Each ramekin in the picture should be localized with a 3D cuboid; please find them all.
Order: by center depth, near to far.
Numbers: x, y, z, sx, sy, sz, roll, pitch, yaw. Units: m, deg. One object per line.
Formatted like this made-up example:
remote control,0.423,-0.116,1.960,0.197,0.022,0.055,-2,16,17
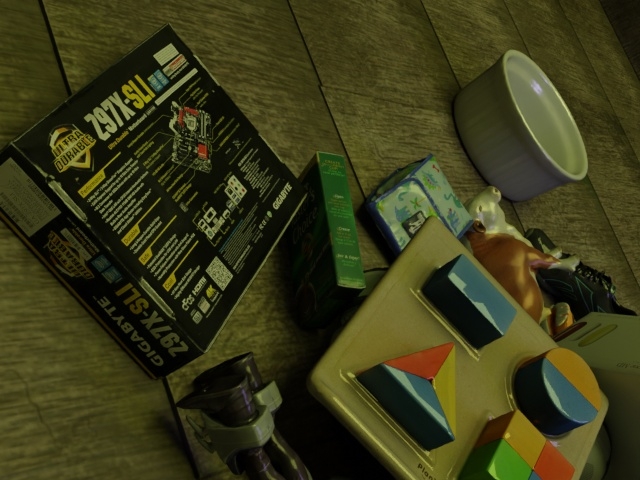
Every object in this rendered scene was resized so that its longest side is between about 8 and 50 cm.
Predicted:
ramekin,0.376,-0.208,1.755,0.277,0.135,0.277,33,41,-34

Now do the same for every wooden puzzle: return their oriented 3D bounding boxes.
wooden puzzle,0.181,0.157,1.006,0.322,0.080,0.348,46,42,-4

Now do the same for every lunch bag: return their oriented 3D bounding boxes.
lunch bag,0.137,-0.034,1.337,0.151,0.096,0.129,-41,102,-43

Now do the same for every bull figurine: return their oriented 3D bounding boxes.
bull figurine,0.302,0.072,1.412,0.188,0.101,0.311,0,75,-12

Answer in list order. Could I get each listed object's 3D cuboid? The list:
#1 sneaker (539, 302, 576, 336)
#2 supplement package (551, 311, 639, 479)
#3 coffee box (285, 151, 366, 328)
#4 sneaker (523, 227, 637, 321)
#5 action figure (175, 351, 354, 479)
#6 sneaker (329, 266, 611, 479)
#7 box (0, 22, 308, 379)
sneaker,0.397,0.190,1.519,0.083,0.084,0.215,58,32,-19
supplement package,0.436,0.223,1.244,0.145,0.262,0.204,-28,101,-23
coffee box,0.000,0.000,1.096,0.040,0.113,0.184,7,57,-25
sneaker,0.473,0.074,1.692,0.267,0.106,0.101,50,35,-12
action figure,-0.029,0.248,0.881,0.285,0.099,0.185,61,25,-5
sneaker,0.173,0.254,1.118,0.447,0.169,0.258,36,46,-19
box,-0.162,-0.055,0.954,0.257,0.079,0.322,48,34,-14
